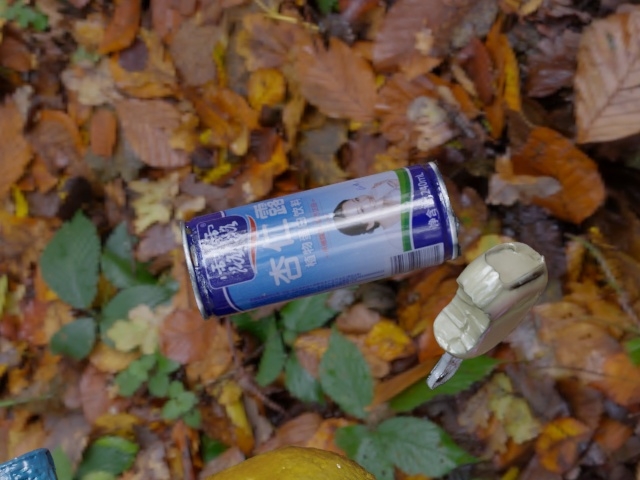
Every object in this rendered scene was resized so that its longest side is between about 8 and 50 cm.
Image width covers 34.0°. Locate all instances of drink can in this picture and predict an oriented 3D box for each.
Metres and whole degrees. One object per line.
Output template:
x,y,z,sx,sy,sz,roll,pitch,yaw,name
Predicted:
0.000,0.000,0.935,0.235,0.097,0.097,-14,80,-2,drink can

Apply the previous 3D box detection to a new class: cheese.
0.218,0.122,1.482,0.082,0.163,0.286,49,135,25,cheese

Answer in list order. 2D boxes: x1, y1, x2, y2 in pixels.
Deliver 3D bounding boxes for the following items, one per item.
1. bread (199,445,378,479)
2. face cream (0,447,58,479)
-0.036,0.415,1.161,0.215,0.398,0.398,50,126,56,bread
-0.174,0.321,0.772,0.163,0.080,0.337,-21,83,1,face cream
